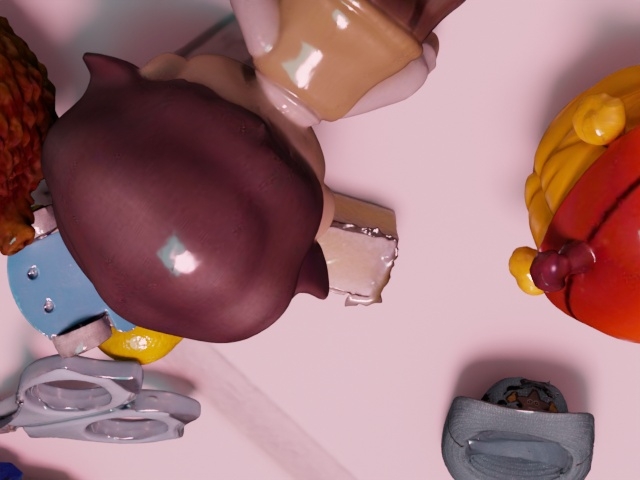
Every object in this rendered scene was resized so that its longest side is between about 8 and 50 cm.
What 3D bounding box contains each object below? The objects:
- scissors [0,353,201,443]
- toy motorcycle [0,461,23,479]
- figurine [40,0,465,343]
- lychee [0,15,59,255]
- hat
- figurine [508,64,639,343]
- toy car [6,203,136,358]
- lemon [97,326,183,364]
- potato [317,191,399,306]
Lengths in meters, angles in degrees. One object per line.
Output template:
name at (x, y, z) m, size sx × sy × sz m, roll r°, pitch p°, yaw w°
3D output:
scissors at (-0.291, 0.170, 1.335) m, size 0.360 × 0.029 × 0.191 m, roll -15°, pitch 150°, yaw 21°
toy motorcycle at (-0.354, 0.305, 1.317) m, size 0.200 × 0.326 × 0.191 m, roll 45°, pitch 139°, yaw -5°
figurine at (-0.052, -0.098, 1.059) m, size 0.218 × 0.206 × 0.365 m, roll 37°, pitch 86°, yaw -41°
lychee at (-0.315, -0.085, 1.055) m, size 0.271 × 0.236 × 0.236 m, roll 46°, pitch 118°, yaw -6°
hat at (0.180, 0.168, 1.308) m, size 0.138 × 0.078 × 0.191 m, roll 10°, pitch 146°, yaw 6°
figurine at (0.291, -0.021, 1.083) m, size 0.323 × 0.196 × 0.320 m, roll 4°, pitch 134°, yaw -12°
toy car at (-0.183, 0.011, 1.215) m, size 0.161 × 0.098 × 0.126 m, roll -27°, pitch 100°, yaw -12°
lemon at (-0.155, 0.077, 1.263) m, size 0.092 × 0.065 × 0.065 m, roll 1°, pitch 127°, yaw 2°
potato at (0.002, 0.000, 1.198) m, size 0.122 × 0.061 × 0.086 m, roll 15°, pitch 126°, yaw -10°
